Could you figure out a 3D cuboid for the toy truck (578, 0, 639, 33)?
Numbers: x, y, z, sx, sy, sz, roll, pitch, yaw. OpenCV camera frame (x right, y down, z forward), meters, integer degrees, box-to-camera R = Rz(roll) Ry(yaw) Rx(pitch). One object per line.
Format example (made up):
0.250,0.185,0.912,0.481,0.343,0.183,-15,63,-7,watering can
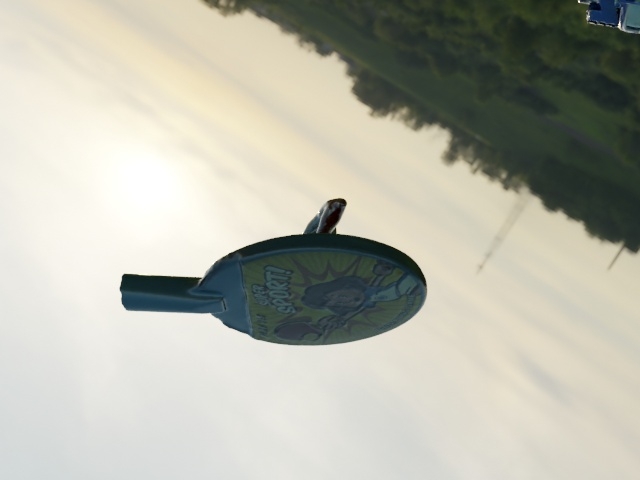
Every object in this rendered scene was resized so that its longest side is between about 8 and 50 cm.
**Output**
0.275,-0.267,0.858,0.113,0.208,0.126,12,-138,13,toy truck

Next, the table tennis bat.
-0.049,0.057,1.143,0.329,0.044,0.215,0,148,0,table tennis bat

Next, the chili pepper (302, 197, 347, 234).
-0.001,0.000,1.234,0.041,0.153,0.050,-13,-125,-23,chili pepper
